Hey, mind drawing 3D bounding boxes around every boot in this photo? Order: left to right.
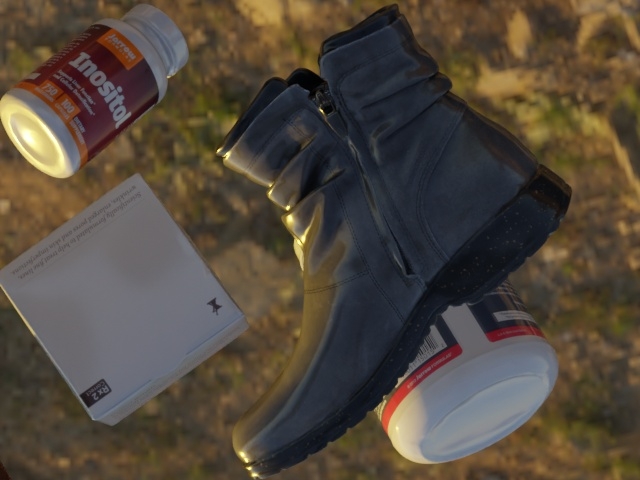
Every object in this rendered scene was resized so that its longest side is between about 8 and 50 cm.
[{"bbox_3d":[0.000,0.000,1.406,0.223,0.118,0.338,43,102,-6],"label":"boot"}]

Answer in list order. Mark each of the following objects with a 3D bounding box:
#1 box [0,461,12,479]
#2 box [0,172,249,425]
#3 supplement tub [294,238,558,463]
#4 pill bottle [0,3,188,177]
[{"bbox_3d":[-0.507,0.369,2.074,0.381,0.143,0.191,-39,167,32],"label":"box"},{"bbox_3d":[-0.195,0.061,1.883,0.181,0.182,0.119,-35,173,-5],"label":"box"},{"bbox_3d":[0.106,0.075,1.959,0.191,0.272,0.191,-23,151,-13],"label":"supplement tub"},{"bbox_3d":[-0.182,-0.127,1.549,0.152,0.086,0.086,-44,154,-28],"label":"pill bottle"}]
